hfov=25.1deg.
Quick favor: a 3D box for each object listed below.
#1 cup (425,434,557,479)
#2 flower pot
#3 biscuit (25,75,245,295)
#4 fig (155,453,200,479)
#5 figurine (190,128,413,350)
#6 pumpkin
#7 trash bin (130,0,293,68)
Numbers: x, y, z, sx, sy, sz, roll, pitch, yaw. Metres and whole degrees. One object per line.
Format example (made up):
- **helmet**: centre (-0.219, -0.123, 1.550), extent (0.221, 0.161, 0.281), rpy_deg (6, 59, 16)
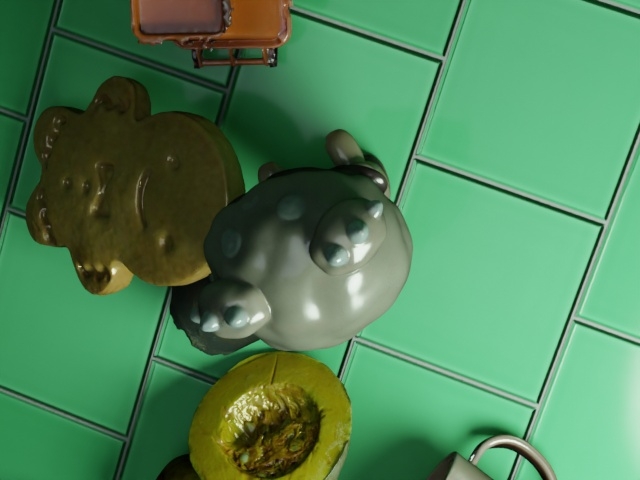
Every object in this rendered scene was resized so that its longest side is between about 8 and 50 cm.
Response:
- **cup**: centre (0.211, 0.371, 1.782), extent (0.200, 0.191, 0.253), rpy_deg (34, 75, 1)
- **flower pot**: centre (-0.117, 0.072, 1.809), extent (0.107, 0.157, 0.157), rpy_deg (-36, 92, 32)
- **biscuit**: centre (-0.239, -0.060, 1.773), extent (0.355, 0.052, 0.275), rpy_deg (16, 100, 38)
- **fig**: centre (-0.112, 0.362, 1.899), extent (0.236, 0.124, 0.124), rpy_deg (21, 107, -16)
- **figurine**: centre (0.000, -0.001, 1.637), extent (0.248, 0.380, 0.203), rpy_deg (-28, 99, 18)
- **pumpkin**: centre (-0.052, 0.262, 1.838), extent (0.217, 0.217, 0.110), rpy_deg (-7, 138, 15)
- **trash bin**: centre (-0.131, -0.283, 1.681), extent (0.161, 0.238, 0.185), rpy_deg (1, 103, 14)
